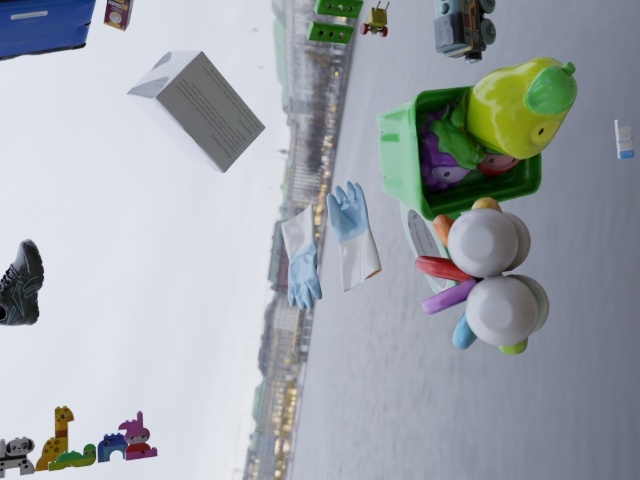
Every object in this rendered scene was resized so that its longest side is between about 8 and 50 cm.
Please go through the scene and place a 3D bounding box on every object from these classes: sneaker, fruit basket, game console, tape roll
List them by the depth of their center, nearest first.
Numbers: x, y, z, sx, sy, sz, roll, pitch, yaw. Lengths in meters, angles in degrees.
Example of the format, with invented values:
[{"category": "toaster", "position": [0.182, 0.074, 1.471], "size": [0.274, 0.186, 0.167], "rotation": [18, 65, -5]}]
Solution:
[{"category": "fruit basket", "position": [0.336, -0.202, 1.204], "size": [0.392, 0.392, 0.283], "rotation": [-81, -14, -76]}, {"category": "game console", "position": [-0.661, -0.479, 1.297], "size": [0.173, 0.293, 0.250], "rotation": [58, 142, 7]}, {"category": "tape roll", "position": [0.308, 0.008, 1.603], "size": [0.321, 0.077, 0.321], "rotation": [158, 90, -85]}, {"category": "sneaker", "position": [-0.793, 0.120, 1.616], "size": [0.101, 0.106, 0.267], "rotation": [38, 122, 41]}]

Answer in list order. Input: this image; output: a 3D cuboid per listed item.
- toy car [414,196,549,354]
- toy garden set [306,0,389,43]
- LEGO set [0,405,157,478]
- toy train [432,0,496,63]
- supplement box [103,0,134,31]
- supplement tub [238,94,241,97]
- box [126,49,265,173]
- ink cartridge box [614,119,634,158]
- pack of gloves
[{"category": "toy car", "position": [0.180, 0.048, 0.718], "size": [0.159, 0.136, 0.182], "rotation": [2, -107, -64]}, {"category": "toy garden set", "position": [0.089, -0.567, 1.396], "size": [0.049, 0.204, 0.244], "rotation": [65, 147, 35]}, {"category": "LEGO set", "position": [-0.372, 0.297, 0.942], "size": [0.087, 0.227, 0.093], "rotation": [138, 127, -65]}, {"category": "toy train", "position": [0.399, -0.674, 1.745], "size": [0.142, 0.190, 0.334], "rotation": [0, 97, 46]}, {"category": "supplement box", "position": [-0.479, -0.549, 1.463], "size": [0.043, 0.055, 0.083], "rotation": [-86, 18, -47]}, {"category": "supplement tub", "position": [-0.247, -0.283, 1.448], "size": [0.199, 0.144, 0.144], "rotation": [-92, 9, -65]}, {"category": "box", "position": [-0.226, -0.234, 1.110], "size": [0.119, 0.181, 0.182], "rotation": [-49, 34, -11]}, {"category": "ink cartridge box", "position": [0.647, -0.217, 1.310], "size": [0.048, 0.028, 0.083], "rotation": [-28, -70, -69]}, {"category": "pack of gloves", "position": [0.000, 0.000, 1.099], "size": [0.046, 0.195, 0.232], "rotation": [36, -147, -40]}]
